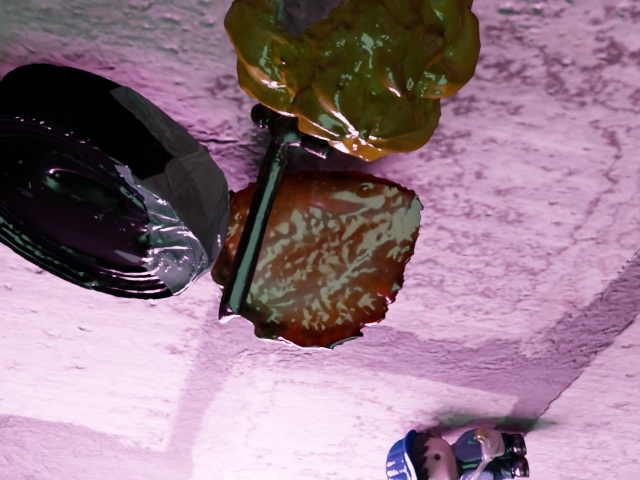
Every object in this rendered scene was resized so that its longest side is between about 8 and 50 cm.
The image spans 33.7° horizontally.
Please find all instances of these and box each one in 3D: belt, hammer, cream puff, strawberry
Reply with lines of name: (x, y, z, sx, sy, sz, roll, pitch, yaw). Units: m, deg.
belt: (-0.157, -0.039, 0.747, 0.198, 0.078, 0.151, 31, 135, -10)
hammer: (-0.043, -0.011, 0.772, 0.065, 0.021, 0.178, 23, 112, 9)
cream puff: (0.019, -0.106, 0.621, 0.156, 0.156, 0.121, -4, 125, 10)
strawberry: (0.000, 0.000, 0.810, 0.187, 0.082, 0.146, -29, 107, 26)

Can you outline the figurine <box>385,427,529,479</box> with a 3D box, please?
figurine: (0.143, 0.234, 1.128, 0.149, 0.086, 0.087, -9, -177, -1)
